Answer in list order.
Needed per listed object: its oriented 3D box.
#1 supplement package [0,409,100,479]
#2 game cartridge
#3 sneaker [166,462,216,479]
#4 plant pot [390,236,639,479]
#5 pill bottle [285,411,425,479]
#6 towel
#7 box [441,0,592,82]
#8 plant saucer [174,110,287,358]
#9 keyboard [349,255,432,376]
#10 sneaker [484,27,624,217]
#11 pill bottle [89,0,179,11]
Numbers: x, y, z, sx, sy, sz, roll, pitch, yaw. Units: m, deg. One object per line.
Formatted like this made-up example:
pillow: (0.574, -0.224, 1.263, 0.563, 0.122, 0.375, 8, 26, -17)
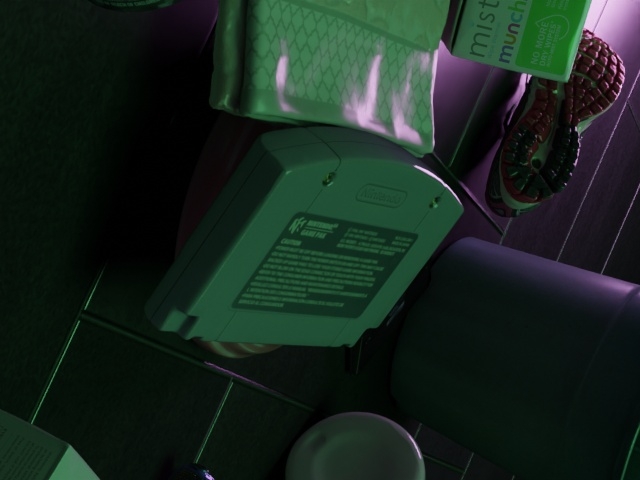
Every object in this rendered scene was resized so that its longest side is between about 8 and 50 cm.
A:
supplement package: (-0.248, 0.251, 1.103, 0.204, 0.145, 0.262, -58, 156, -21)
game cartridge: (0.000, 0.000, 1.285, 0.297, 0.062, 0.198, 10, 116, -57)
sneaker: (-0.159, 0.313, 1.442, 0.087, 0.083, 0.221, 43, 67, -58)
plant pot: (0.292, 0.168, 1.978, 0.341, 0.334, 0.341, -47, 149, -40)
pill bottle: (0.046, 0.347, 1.819, 0.160, 0.160, 0.283, -52, 152, -33)
towel: (0.032, -0.237, 1.282, 0.332, 0.053, 0.317, 8, 91, -60)
box: (0.199, -0.314, 1.494, 0.231, 0.127, 0.262, -101, -156, -72)
plant saucer: (-0.012, -0.036, 1.444, 0.332, 0.084, 0.332, -48, 150, -40)
keyboard: (0.084, 0.073, 1.836, 0.180, 0.023, 0.108, -50, 158, -38)
sneaker: (0.295, -0.161, 2.001, 0.299, 0.121, 0.112, -56, -176, -28)
pill bottle: (-0.139, -0.252, 0.907, 0.130, 0.130, 0.245, -61, 157, -16)
